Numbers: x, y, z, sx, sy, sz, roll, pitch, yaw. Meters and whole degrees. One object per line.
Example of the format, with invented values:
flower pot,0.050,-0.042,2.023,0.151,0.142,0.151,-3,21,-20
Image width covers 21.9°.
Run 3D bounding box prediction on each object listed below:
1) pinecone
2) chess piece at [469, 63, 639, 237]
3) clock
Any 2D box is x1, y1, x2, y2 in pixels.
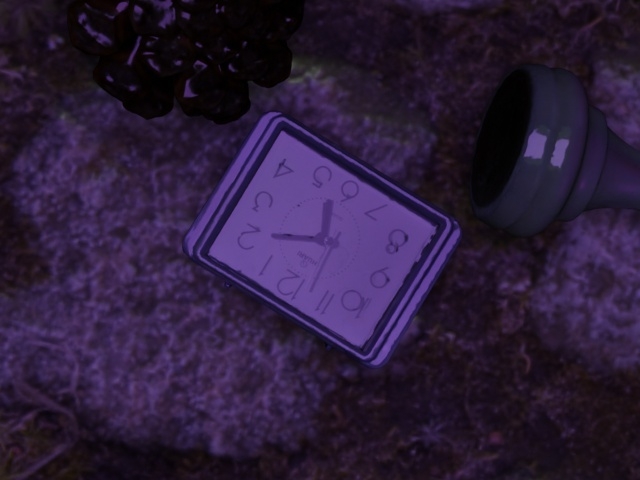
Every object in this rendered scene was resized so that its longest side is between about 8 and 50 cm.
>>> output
pinecone,-0.109,-0.201,1.282,0.202,0.201,0.229,-9,93,-6
chess piece,0.267,-0.046,1.339,0.271,0.139,0.139,15,89,-12
clock,-0.001,0.001,1.345,0.193,0.073,0.145,31,88,-2
